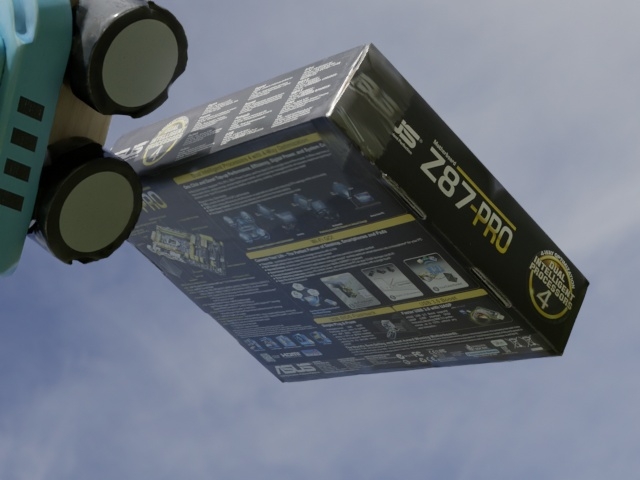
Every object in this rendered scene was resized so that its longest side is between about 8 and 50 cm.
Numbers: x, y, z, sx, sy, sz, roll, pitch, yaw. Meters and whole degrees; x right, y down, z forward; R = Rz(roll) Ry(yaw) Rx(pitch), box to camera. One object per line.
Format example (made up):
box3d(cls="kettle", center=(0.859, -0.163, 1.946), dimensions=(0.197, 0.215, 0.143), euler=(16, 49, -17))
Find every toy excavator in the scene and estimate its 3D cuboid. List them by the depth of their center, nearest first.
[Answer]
box3d(cls="toy excavator", center=(-0.386, -0.059, 1.085), dimensions=(0.445, 0.222, 0.433), euler=(-3, -61, -46))

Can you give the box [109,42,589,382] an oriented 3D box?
box3d(cls="box", center=(0.000, 0.000, 1.210), dimensions=(0.318, 0.395, 0.097), euler=(42, -122, -25))
